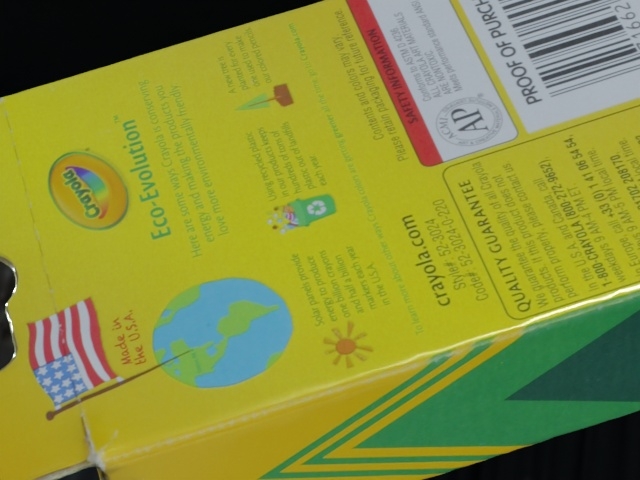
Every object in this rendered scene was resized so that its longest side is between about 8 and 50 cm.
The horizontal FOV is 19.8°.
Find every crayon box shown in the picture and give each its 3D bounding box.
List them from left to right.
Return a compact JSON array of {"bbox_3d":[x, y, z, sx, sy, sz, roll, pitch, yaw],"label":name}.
[{"bbox_3d":[0.000,0.000,0.731,0.318,0.202,0.081,-16,-41,-5],"label":"crayon box"}]
